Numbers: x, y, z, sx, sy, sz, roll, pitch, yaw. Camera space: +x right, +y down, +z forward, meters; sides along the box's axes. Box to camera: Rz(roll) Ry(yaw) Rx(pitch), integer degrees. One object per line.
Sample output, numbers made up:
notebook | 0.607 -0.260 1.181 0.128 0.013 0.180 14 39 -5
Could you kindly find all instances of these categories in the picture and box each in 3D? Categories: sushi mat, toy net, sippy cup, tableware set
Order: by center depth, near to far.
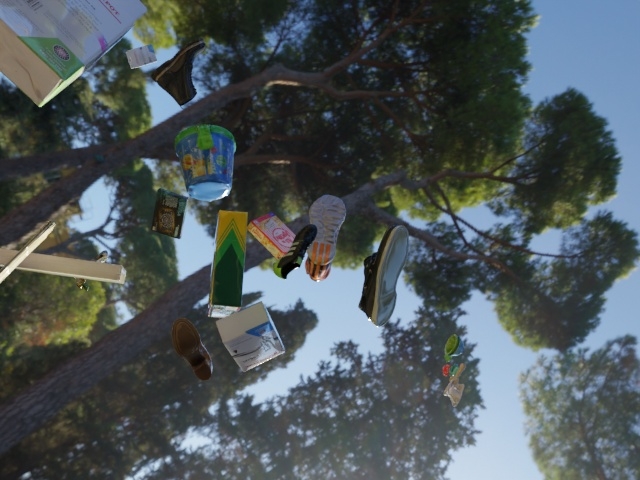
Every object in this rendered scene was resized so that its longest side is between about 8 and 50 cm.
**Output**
sushi mat | -0.804 0.077 1.417 0.019 0.317 0.151 43 -23 -16
toy net | 0.394 0.403 1.685 0.045 0.232 0.122 28 -47 -8
sippy cup | -0.429 -0.280 2.091 0.240 0.305 0.224 -21 -117 21
tableware set | -0.987 0.137 2.213 0.104 0.024 0.154 17 -43 32

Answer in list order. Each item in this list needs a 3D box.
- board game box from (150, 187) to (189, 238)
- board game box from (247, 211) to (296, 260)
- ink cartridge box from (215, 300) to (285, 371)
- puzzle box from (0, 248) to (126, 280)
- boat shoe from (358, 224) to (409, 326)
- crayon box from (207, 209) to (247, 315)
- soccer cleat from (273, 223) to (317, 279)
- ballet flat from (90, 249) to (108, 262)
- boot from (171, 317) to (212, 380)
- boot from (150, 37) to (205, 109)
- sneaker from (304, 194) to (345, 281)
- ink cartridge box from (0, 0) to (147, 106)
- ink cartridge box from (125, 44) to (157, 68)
board game box | -0.607 -0.106 2.223 0.126 0.026 0.186 18 -65 0
board game box | -0.169 -0.013 2.126 0.193 0.146 0.045 44 -58 9
ink cartridge box | -0.204 0.289 1.647 0.203 0.148 0.086 72 -9 -52
puzzle box | -0.844 0.082 1.773 0.272 0.408 0.052 162 -64 -72
boat shoe | 0.177 0.094 1.658 0.113 0.127 0.340 31 -49 38
crayon box | -0.324 0.095 1.922 0.363 0.106 0.313 134 -39 -72
soccer cleat | -0.061 0.034 1.540 0.179 0.060 0.072 -51 -144 -1
ballet flat | -0.893 0.074 2.255 0.041 0.114 0.041 7 -63 14
boot | -0.368 0.292 1.562 0.152 0.073 0.197 -149 -142 -72
boot | -0.405 -0.517 1.716 0.137 0.198 0.077 50 -1 -9
sneaker | 0.000 0.000 1.884 0.124 0.321 0.180 15 -40 1
ink cartridge box | -0.548 -0.470 1.172 0.119 0.353 0.207 -25 -60 37
ink cartridge box | -0.507 -0.515 1.548 0.028 0.083 0.048 17 -52 46
